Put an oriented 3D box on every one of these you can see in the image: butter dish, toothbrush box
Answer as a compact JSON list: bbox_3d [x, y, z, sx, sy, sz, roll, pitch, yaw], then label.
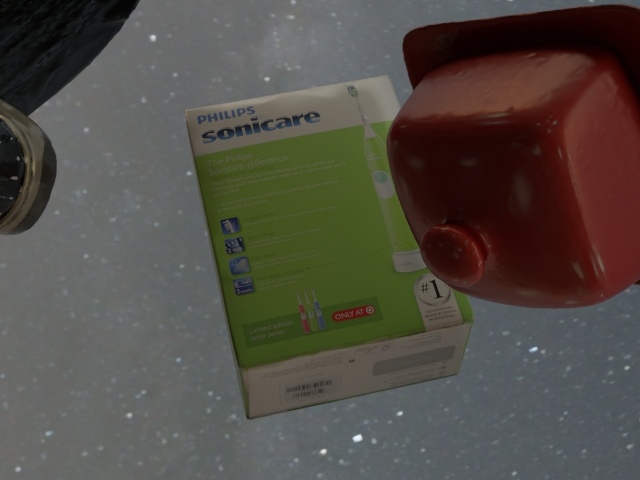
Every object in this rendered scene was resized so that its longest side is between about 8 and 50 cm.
[{"bbox_3d":[0.095,-0.021,0.507,0.160,0.118,0.160,6,-51,48],"label":"butter dish"},{"bbox_3d":[0.000,0.000,0.948,0.122,0.206,0.283,91,-15,-59],"label":"toothbrush box"}]

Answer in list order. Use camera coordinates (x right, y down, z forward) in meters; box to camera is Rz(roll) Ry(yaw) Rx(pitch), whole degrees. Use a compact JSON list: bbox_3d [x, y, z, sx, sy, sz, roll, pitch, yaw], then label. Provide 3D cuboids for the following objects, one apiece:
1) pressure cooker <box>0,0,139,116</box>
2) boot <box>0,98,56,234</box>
[{"bbox_3d":[-0.373,-0.312,0.800,0.420,0.375,0.370,46,-39,6],"label":"pressure cooker"},{"bbox_3d":[-0.267,-0.073,0.487,0.236,0.179,0.085,26,-80,22],"label":"boot"}]
